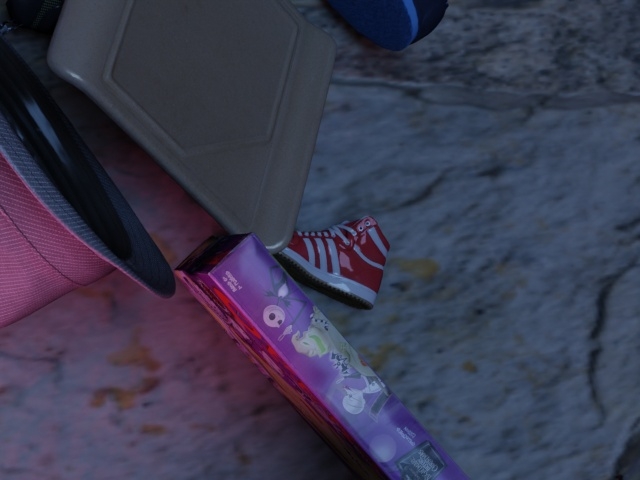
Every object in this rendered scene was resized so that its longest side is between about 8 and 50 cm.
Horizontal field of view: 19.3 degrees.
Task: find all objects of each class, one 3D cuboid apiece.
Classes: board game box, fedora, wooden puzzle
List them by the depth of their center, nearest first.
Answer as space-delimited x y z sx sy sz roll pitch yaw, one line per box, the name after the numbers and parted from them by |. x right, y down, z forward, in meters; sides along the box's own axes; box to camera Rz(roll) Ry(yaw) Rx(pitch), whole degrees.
-0.229 -0.039 1.274 0.124 0.244 0.275 -35 97 5 | fedora
0.035 0.137 1.330 0.056 0.208 0.347 -42 96 -13 | board game box
-0.091 -0.134 1.365 0.238 0.044 0.221 41 46 -35 | wooden puzzle

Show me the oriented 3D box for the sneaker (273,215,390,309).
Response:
0.000 0.000 1.434 0.118 0.042 0.067 28 74 -24 | sneaker

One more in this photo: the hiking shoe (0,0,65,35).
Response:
-0.201 -0.258 1.377 0.114 0.086 0.227 -2 81 -27 | hiking shoe

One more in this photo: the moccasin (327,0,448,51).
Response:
0.010 -0.314 1.452 0.117 0.137 0.342 -32 94 -29 | moccasin
